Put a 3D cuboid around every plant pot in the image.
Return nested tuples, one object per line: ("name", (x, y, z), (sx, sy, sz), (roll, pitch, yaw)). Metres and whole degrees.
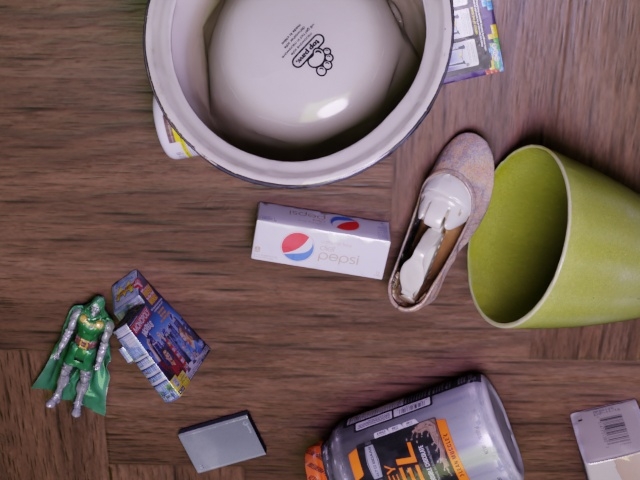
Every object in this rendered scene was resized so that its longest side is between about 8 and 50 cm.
("plant pot", (0.419, 0.020, 1.672), (0.293, 0.275, 0.275), (12, 119, -21))

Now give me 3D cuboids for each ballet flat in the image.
("ballet flat", (0.184, -0.015, 1.711), (0.107, 0.106, 0.316), (26, 119, 19))

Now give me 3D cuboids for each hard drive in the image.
("hard drive", (-0.176, 0.363, 1.982), (0.135, 0.022, 0.094), (-18, 116, 10))

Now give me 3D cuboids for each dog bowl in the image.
("dog bowl", (-0.022, -0.263, 1.480), (0.408, 0.150, 0.408), (-1, 84, 8))

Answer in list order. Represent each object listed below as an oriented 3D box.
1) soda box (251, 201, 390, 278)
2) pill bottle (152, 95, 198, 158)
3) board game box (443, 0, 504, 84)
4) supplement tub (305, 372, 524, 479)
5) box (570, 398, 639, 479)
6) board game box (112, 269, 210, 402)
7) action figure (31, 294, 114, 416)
("soda box", (0.000, 0.000, 1.756), (0.216, 0.069, 0.074), (9, 118, -3))
("pill bottle", (-0.131, -0.194, 1.626), (0.215, 0.117, 0.117), (-10, 118, 7))
("board game box", (0.183, -0.315, 1.595), (0.141, 0.048, 0.170), (-11, 117, 9))
("supplement tub", (0.158, 0.373, 1.877), (0.338, 0.207, 0.207), (-23, 116, 13))
("box", (0.543, 0.454, 1.950), (0.121, 0.148, 0.311), (-16, 118, 9))
("board game box", (-0.280, 0.153, 1.801), (0.060, 0.194, 0.194), (-34, 99, 16))
("action figure", (-0.407, 0.191, 1.875), (0.137, 0.063, 0.232), (19, 114, -5))
